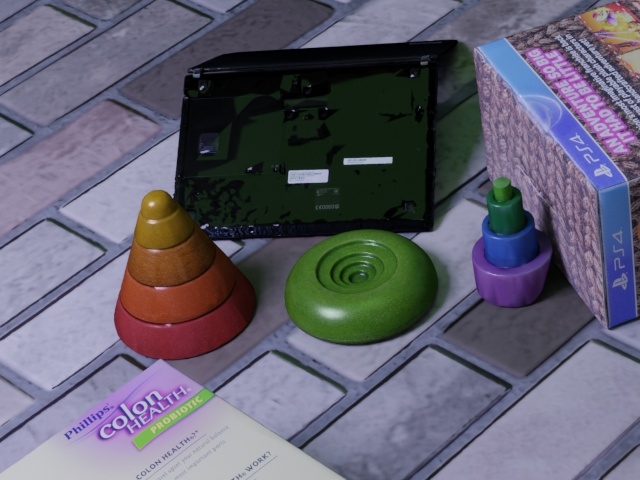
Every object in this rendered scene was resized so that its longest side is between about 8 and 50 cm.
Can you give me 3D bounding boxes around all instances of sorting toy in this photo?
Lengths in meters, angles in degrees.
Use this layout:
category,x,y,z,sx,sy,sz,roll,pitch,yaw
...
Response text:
category,x,y,z,sx,sy,sz,roll,pitch,yaw
sorting toy,0.000,0.000,1.511,0.365,0.126,0.127,-6,38,8

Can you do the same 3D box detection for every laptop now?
category,x,y,z,sx,sy,sz,roll,pitch,yaw
laptop,0.001,-0.098,1.724,0.234,0.136,0.264,-3,64,12

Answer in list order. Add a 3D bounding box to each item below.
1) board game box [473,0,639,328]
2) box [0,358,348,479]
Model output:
category,x,y,z,sx,sy,sz,roll,pitch,yaw
board game box,0.307,-0.091,1.533,0.291,0.141,0.232,-19,39,-9
box,-0.100,0.225,1.259,0.213,0.117,0.243,-36,45,-28
